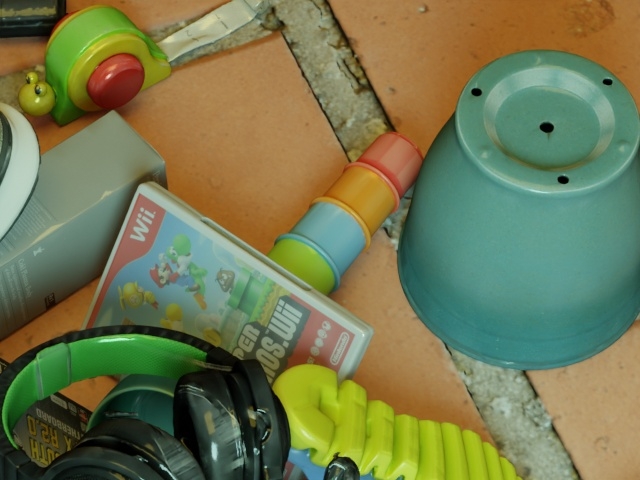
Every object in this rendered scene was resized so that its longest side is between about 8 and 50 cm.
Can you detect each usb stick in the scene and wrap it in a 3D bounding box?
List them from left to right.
[{"bbox_3d":[-0.435,-0.269,2.088,0.278,0.045,0.077,-2,56,-2],"label":"usb stick"}]

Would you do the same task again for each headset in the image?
[{"bbox_3d":[-0.116,0.171,1.498,0.394,0.185,0.243,31,42,34],"label":"headset"}]

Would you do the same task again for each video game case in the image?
[{"bbox_3d":[-0.102,0.098,1.765,0.285,0.204,0.025,33,24,20],"label":"video game case"}]

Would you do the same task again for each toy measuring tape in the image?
[{"bbox_3d":[-0.201,-0.237,2.028,0.330,0.121,0.121,-31,61,-20],"label":"toy measuring tape"}]

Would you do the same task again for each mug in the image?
[{"bbox_3d":[-0.152,0.200,1.732,0.129,0.158,0.097,-2,15,12],"label":"mug"}]

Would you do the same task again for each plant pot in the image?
[{"bbox_3d":[0.221,-0.047,1.817,0.271,0.255,0.272,1,56,-1],"label":"plant pot"}]

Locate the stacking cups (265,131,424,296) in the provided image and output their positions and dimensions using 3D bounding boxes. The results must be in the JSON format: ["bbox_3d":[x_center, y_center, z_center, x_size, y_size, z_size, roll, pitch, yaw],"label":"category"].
[{"bbox_3d":[0.000,0.000,1.878,0.096,0.096,0.316,28,60,17],"label":"stacking cups"}]

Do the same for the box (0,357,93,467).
[{"bbox_3d":[-0.276,0.214,1.652,0.056,0.231,0.183,-27,54,17],"label":"box"}]

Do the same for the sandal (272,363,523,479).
[{"bbox_3d":[0.066,0.234,1.684,0.317,0.138,0.126,30,36,-14],"label":"sandal"}]

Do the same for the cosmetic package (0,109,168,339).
[{"bbox_3d":[-0.277,-0.017,1.870,0.238,0.127,0.107,-33,61,-19],"label":"cosmetic package"}]

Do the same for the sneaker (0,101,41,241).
[{"bbox_3d":[-0.460,0.037,1.669,0.169,0.257,0.447,26,89,28],"label":"sneaker"}]
